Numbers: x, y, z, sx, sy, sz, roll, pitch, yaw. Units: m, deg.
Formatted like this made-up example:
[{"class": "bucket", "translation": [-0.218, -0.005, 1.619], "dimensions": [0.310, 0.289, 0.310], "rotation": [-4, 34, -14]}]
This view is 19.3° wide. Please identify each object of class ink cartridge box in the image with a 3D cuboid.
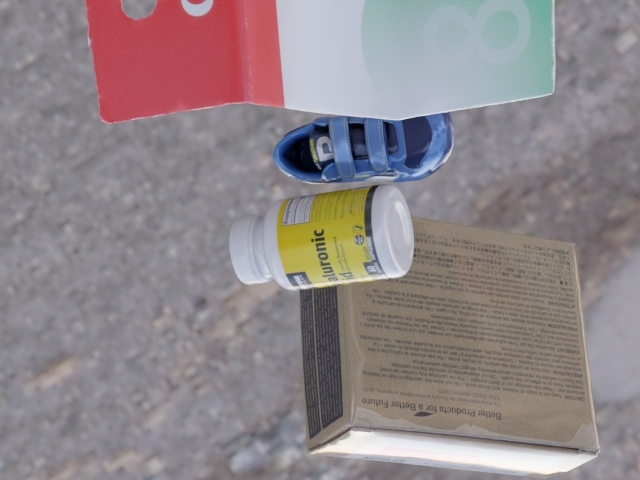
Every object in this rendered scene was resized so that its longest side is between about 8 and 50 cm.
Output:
[{"class": "ink cartridge box", "translation": [-0.001, -0.143, 0.892], "dimensions": [0.224, 0.056, 0.181], "rotation": [-11, 119, -12]}, {"class": "ink cartridge box", "translation": [0.103, 0.087, 1.552], "dimensions": [0.234, 0.193, 0.088], "rotation": [9, 155, -25]}]

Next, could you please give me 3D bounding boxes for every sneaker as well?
[{"class": "sneaker", "translation": [0.029, -0.064, 1.300], "dimensions": [0.144, 0.053, 0.059], "rotation": [-11, 173, 41]}]

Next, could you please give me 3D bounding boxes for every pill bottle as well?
[{"class": "pill bottle", "translation": [0.000, 0.000, 1.284], "dimensions": [0.116, 0.065, 0.065], "rotation": [-8, 162, 22]}]
